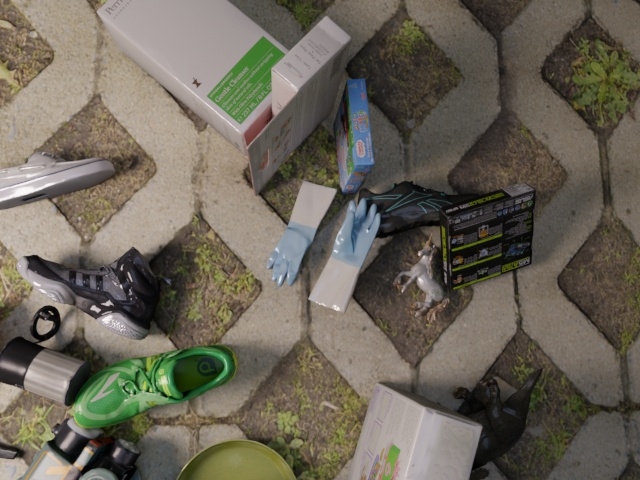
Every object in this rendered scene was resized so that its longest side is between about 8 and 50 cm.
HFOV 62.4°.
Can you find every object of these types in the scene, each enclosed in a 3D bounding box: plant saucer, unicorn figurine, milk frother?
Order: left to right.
[{"bbox_3d":[-0.478,0.204,0.953,0.134,0.129,0.143,19,84,0],"label":"milk frother"},{"bbox_3d":[-0.157,0.491,0.981,0.240,0.037,0.241,1,81,-6],"label":"plant saucer"},{"bbox_3d":[0.209,0.080,1.081,0.111,0.060,0.162,-32,101,-10],"label":"unicorn figurine"}]

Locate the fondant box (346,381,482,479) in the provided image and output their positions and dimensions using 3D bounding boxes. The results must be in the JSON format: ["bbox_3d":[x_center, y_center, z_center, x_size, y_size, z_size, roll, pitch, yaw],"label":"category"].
[{"bbox_3d":[0.134,0.381,0.879,0.096,0.330,0.239,19,80,-2],"label":"fondant box"}]

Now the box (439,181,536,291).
[{"bbox_3d":[0.334,-0.005,1.056,0.190,0.045,0.184,-18,126,-8],"label":"box"}]

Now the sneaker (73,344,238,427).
[{"bbox_3d":[-0.294,0.249,0.951,0.295,0.123,0.110,-16,78,-18],"label":"sneaker"}]

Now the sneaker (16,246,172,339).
[{"bbox_3d":[-0.417,0.066,1.000,0.268,0.101,0.153,31,78,-6],"label":"sneaker"}]

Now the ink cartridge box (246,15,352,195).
[{"bbox_3d":[-0.063,-0.232,0.980,0.066,0.296,0.261,41,79,3],"label":"ink cartridge box"}]

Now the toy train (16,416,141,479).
[{"bbox_3d":[-0.460,0.475,0.910,0.190,0.142,0.334,30,79,10],"label":"toy train"}]

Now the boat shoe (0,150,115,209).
[{"bbox_3d":[-0.535,-0.131,1.021,0.257,0.095,0.084,-16,87,-9],"label":"boat shoe"}]

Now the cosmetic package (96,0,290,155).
[{"bbox_3d":[-0.228,-0.370,1.061,0.365,0.155,0.197,39,82,1],"label":"cosmetic package"}]

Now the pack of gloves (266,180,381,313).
[{"bbox_3d":[0.000,0.000,1.038,0.195,0.046,0.232,18,79,23],"label":"pack of gloves"}]

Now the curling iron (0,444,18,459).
[{"bbox_3d":[-0.685,0.349,0.948,0.273,0.068,0.035,16,78,-8],"label":"curling iron"}]

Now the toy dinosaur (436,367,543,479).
[{"bbox_3d":[0.318,0.366,1.025,0.313,0.121,0.160,-40,98,-15],"label":"toy dinosaur"}]

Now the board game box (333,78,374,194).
[{"bbox_3d":[0.061,-0.192,1.029,0.039,0.211,0.160,-5,81,-5],"label":"board game box"}]

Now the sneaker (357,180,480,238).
[{"bbox_3d":[0.204,-0.077,1.080,0.267,0.101,0.106,-10,79,-7],"label":"sneaker"}]
